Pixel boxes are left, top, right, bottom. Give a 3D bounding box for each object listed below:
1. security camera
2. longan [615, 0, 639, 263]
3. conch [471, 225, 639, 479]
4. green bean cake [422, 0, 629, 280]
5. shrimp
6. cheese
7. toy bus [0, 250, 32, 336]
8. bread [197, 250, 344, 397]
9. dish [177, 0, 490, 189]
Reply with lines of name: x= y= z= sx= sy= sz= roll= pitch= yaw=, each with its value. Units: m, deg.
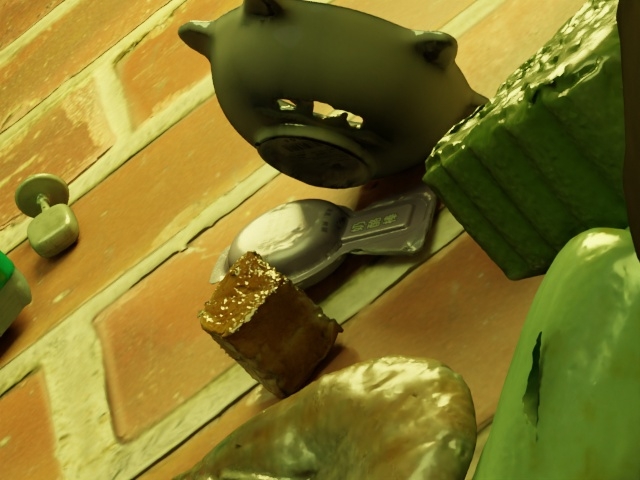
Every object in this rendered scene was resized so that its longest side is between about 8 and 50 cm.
security camera: x=-0.262 y=-0.018 z=1.603 sx=0.058 sy=0.058 sz=0.092 roll=-34 pitch=41 yaw=11
longan: x=0.309 y=-0.054 z=0.684 sx=0.404 sy=0.404 sz=0.336 roll=-7 pitch=79 yaw=44
conch: x=0.155 y=0.089 z=0.909 sx=0.143 sy=0.137 sz=0.250 roll=41 pitch=101 yaw=35
green bean cake: x=0.200 y=-0.099 z=1.031 sx=0.248 sy=0.125 sz=0.222 roll=-41 pitch=2 yaw=-27
shrimp: x=-0.029 y=0.170 z=1.009 sx=0.317 sy=0.077 sz=0.168 roll=-32 pitch=30 yaw=34
cheese: x=0.000 y=0.000 z=1.264 sx=0.191 sy=0.042 sz=0.105 roll=-14 pitch=33 yaw=26
toy bus: x=-0.444 y=0.036 z=1.580 sx=0.183 sy=0.199 sz=0.343 roll=-52 pitch=29 yaw=-19
bread: x=-0.039 y=0.059 z=1.186 sx=0.070 sy=0.083 sz=0.076 roll=-47 pitch=33 yaw=-8
dish: x=0.001 y=-0.099 z=1.249 sx=0.236 sy=0.228 sz=0.086 roll=6 pitch=69 yaw=21
